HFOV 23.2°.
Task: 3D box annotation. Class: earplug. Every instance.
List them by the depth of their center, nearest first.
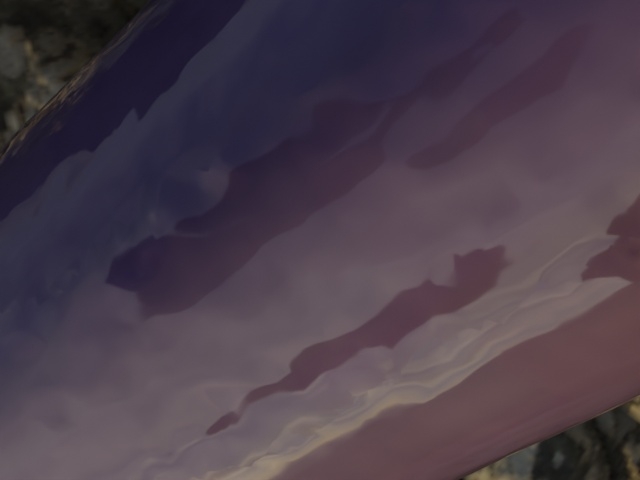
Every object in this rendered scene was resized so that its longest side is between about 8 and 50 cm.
[{"bbox_3d":[0.000,0.000,0.523,0.456,0.215,0.215,-35,86,30],"label":"earplug"}]
